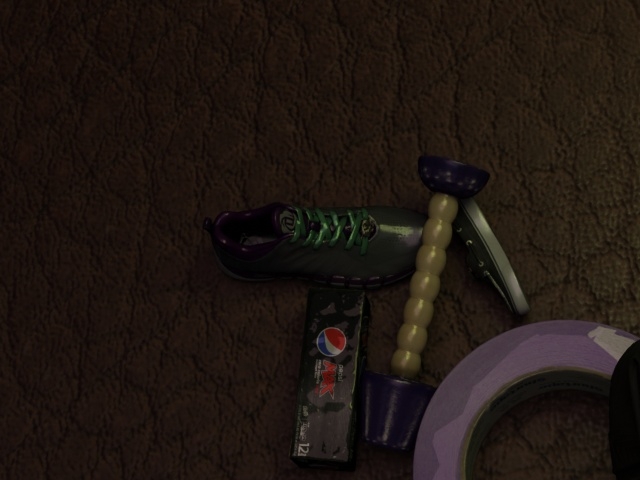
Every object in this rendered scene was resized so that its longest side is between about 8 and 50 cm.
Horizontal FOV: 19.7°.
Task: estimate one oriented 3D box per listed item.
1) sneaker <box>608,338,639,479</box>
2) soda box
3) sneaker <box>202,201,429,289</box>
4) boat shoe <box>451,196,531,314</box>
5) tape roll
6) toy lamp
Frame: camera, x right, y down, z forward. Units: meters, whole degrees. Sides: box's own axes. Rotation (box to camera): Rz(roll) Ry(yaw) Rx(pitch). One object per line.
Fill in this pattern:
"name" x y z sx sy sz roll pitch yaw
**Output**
"sneaker" 0.426 0.258 1.553 0.257 0.169 0.448 -22 86 -25
"soda box" 0.011 0.132 1.754 0.060 0.053 0.169 3 74 10
"sneaker" 0.000 0.000 1.774 0.223 0.098 0.083 -5 72 8
"boat shoe" 0.157 0.016 1.772 0.040 0.049 0.142 -29 64 6
"tape roll" 0.225 0.215 1.673 0.274 0.090 0.275 -3 73 9
"toy lamp" 0.095 0.062 1.730 0.080 0.080 0.275 15 86 14
